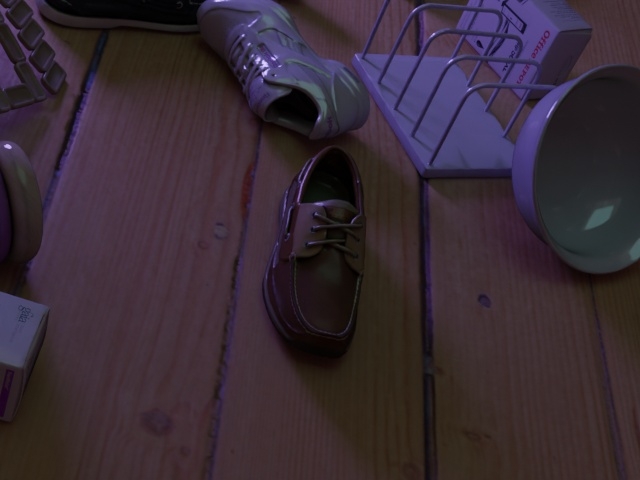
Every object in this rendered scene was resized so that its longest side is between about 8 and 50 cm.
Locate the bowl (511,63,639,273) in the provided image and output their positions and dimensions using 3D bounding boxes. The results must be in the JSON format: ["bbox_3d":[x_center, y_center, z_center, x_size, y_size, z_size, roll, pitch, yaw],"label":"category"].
[{"bbox_3d":[0.376,-0.108,1.827,0.298,0.297,0.134,-6,12,-32],"label":"bowl"}]

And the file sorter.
[{"bbox_3d":[0.210,-0.251,1.938,0.193,0.173,0.277,-2,45,-30],"label":"file sorter"}]

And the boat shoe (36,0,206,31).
[{"bbox_3d":[-0.255,-0.394,1.906,0.340,0.113,0.127,-4,46,-31],"label":"boat shoe"}]

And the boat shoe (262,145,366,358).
[{"bbox_3d":[0.000,0.000,1.584,0.123,0.120,0.324,13,40,-14],"label":"boat shoe"}]

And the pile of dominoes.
[{"bbox_3d":[-0.442,-0.283,1.669,0.251,0.040,0.196,62,24,-3],"label":"pile of dominoes"}]

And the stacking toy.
[{"bbox_3d":[-0.476,-0.017,1.363,0.330,0.141,0.141,-12,51,-29],"label":"stacking toy"}]

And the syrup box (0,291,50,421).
[{"bbox_3d":[-0.406,0.092,1.288,0.237,0.096,0.093,19,41,-8],"label":"syrup box"}]

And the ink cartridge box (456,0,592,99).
[{"bbox_3d":[0.342,-0.357,2.144,0.086,0.148,0.203,-9,49,-36],"label":"ink cartridge box"}]

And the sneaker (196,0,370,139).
[{"bbox_3d":[-0.073,-0.255,1.840,0.305,0.114,0.152,37,39,15],"label":"sneaker"}]
